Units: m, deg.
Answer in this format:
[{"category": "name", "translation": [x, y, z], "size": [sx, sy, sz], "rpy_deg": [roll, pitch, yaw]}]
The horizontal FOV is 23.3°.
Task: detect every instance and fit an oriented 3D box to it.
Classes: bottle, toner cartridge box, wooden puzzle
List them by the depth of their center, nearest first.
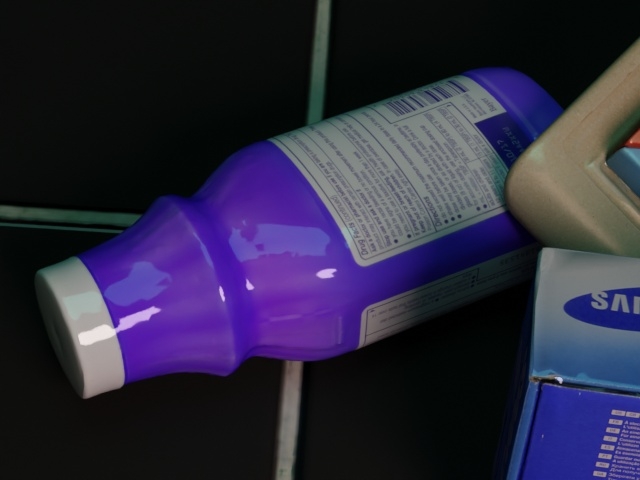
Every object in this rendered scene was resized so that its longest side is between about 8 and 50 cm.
[{"category": "toner cartridge box", "translation": [0.251, 0.103, 0.654], "size": [0.348, 0.165, 0.075], "rpy_deg": [8, 47, 4]}, {"category": "wooden puzzle", "translation": [0.241, -0.027, 0.775], "size": [0.221, 0.044, 0.239], "rpy_deg": [46, 69, 2]}, {"category": "bottle", "translation": [0.000, 0.000, 0.784], "size": [0.283, 0.092, 0.118], "rpy_deg": [-21, 51, -20]}]
